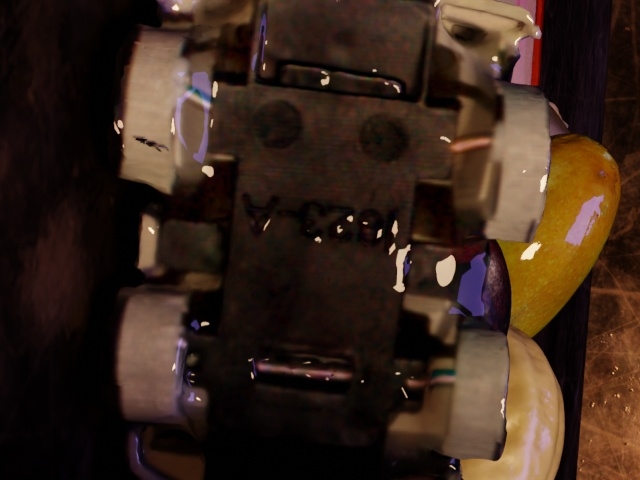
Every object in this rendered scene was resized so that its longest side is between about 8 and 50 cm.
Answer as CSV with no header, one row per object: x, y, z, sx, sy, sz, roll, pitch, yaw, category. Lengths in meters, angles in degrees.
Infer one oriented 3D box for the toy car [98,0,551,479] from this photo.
0.000,0.000,0.576,0.158,0.172,0.235,-59,156,-85,toy car

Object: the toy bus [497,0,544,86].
0.074,-0.150,0.841,0.147,0.127,0.303,-13,108,-67,toy bus

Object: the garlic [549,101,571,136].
0.212,-0.111,1.376,0.128,0.148,0.266,-49,167,3,garlic

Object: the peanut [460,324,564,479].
0.066,0.201,0.866,0.147,0.147,0.319,59,48,-62,peanut

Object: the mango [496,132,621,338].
0.131,0.018,0.970,0.233,0.111,0.125,-44,142,6,mango

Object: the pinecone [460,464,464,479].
0.025,0.192,0.715,0.173,0.173,0.174,4,90,-73,pinecone

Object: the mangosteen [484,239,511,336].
0.030,0.035,0.727,0.152,0.152,0.152,4,90,-73,mangosteen
